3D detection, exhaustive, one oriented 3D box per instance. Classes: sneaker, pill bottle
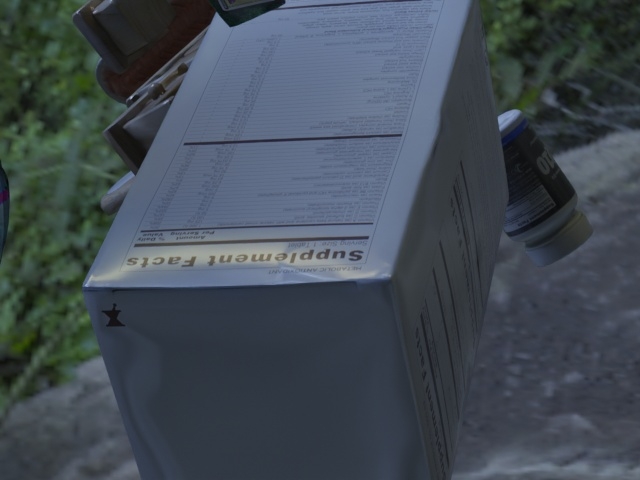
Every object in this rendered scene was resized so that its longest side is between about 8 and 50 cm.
[{"bbox_3d":[-0.126,-0.257,2.009,0.302,0.108,0.121,-27,32,40],"label":"sneaker"},{"bbox_3d":[0.193,-0.048,1.755,0.078,0.078,0.137,-31,100,23],"label":"pill bottle"}]

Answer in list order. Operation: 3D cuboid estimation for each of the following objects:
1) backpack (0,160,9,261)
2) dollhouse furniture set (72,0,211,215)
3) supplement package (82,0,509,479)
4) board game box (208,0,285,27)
[{"bbox_3d":[-0.191,0.007,0.597,0.115,0.182,0.152,42,146,8],"label":"backpack"},{"bbox_3d":[-0.142,-0.240,1.203,0.355,0.303,0.174,51,141,-12],"label":"dollhouse furniture set"},{"bbox_3d":[0.000,0.000,0.864,0.139,0.244,0.134,-2,125,16],"label":"supplement package"},{"bbox_3d":[-0.080,-0.191,0.609,0.030,0.260,0.136,-16,61,15],"label":"board game box"}]
